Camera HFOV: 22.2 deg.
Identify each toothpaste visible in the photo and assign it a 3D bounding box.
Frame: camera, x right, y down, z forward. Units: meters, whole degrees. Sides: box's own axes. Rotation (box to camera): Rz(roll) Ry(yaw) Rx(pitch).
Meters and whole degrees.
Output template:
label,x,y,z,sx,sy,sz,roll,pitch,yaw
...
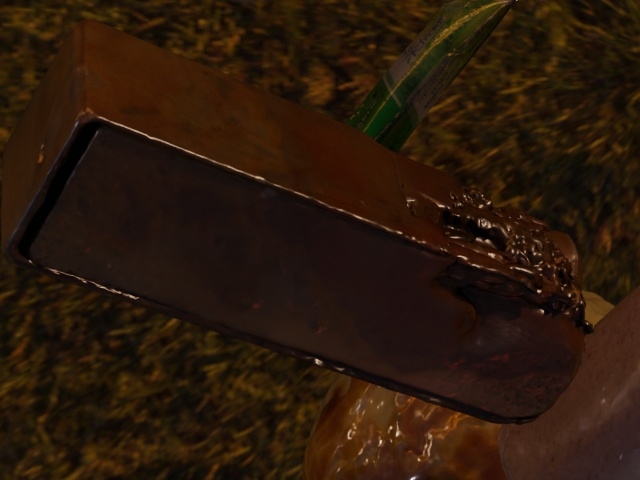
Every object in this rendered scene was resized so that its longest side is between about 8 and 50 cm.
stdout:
label,x,y,z,sx,sy,sz,roll,pitch,yaw
toothpaste,0.067,-0.120,1.352,0.248,0.078,0.047,-51,125,-4

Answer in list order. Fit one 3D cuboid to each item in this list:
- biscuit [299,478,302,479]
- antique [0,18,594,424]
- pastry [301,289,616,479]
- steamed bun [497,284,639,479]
label,x,y,z,sx,sy,sz,roll,pitch,yaw
biscuit,0.096,0.342,1.865,0.334,0.289,0.081,-4,123,14
antique,0.000,0.000,0.820,0.310,0.087,0.093,21,123,-24
pastry,0.161,0.217,1.430,0.388,0.312,0.389,21,125,34
steamed bun,0.274,0.184,1.099,0.301,0.199,0.251,44,117,2
